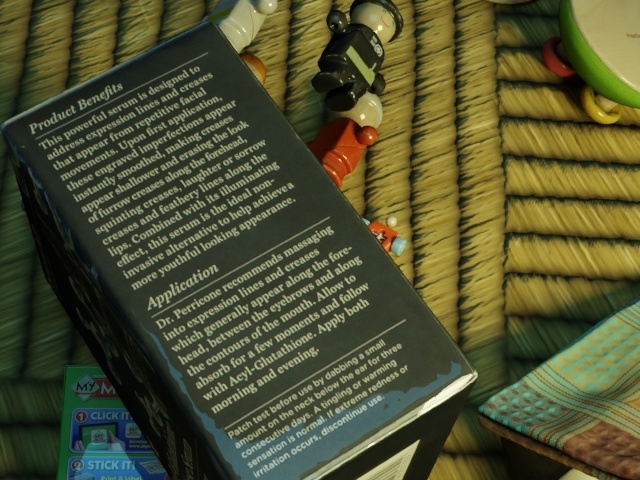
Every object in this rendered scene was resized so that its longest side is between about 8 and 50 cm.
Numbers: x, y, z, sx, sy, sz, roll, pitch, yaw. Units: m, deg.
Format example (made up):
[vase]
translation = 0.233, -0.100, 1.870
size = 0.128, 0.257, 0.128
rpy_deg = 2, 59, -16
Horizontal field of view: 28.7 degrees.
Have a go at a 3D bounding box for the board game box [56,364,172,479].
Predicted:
[board game box]
translation = -0.094, 0.227, 1.207
size = 0.317, 0.046, 0.214
rpy_deg = 1, 62, -3

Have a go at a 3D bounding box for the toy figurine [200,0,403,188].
[toy figurine]
translation = -0.028, -0.178, 1.327
size = 0.209, 0.213, 0.148
rpy_deg = 20, 53, 10

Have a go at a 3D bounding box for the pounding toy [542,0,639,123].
[pounding toy]
translation = 0.341, -0.193, 1.432
size = 0.236, 0.110, 0.183
rpy_deg = 21, 48, -25

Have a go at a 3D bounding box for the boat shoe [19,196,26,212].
[boat shoe]
translation = -0.229, -0.065, 1.334
size = 0.183, 0.066, 0.066
rpy_deg = -30, 70, -17

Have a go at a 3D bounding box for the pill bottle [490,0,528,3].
[pill bottle]
translation = 0.233, -0.406, 1.425
size = 0.153, 0.265, 0.153
rpy_deg = 2, 64, -3

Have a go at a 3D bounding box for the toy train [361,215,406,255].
[toy train]
translation = 0.000, 0.000, 1.332
size = 0.166, 0.046, 0.125
rpy_deg = 25, 44, 17

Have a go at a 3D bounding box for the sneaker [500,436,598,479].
[sneaker]
translation = 0.229, 0.311, 1.143
size = 0.146, 0.122, 0.331
rpy_deg = -21, 66, -16

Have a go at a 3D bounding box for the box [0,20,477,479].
[box]
translation = -0.079, 0.067, 1.100
size = 0.212, 0.293, 0.395
rpy_deg = -29, 68, -17

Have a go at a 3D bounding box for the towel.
[towel]
translation = 0.362, 0.121, 1.159
size = 0.370, 0.040, 0.271
rpy_deg = -27, 30, -35
